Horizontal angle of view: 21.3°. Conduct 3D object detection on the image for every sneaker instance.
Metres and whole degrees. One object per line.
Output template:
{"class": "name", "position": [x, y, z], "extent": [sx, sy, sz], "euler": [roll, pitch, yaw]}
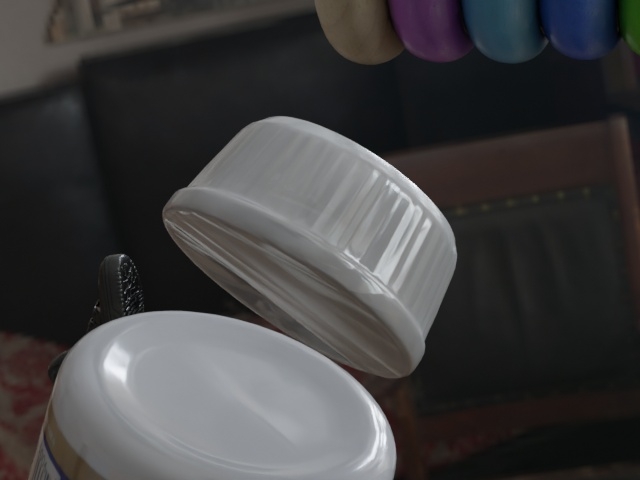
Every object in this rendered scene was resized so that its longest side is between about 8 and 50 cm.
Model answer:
{"class": "sneaker", "position": [-0.180, 0.095, 1.344], "extent": [0.089, 0.170, 0.051], "euler": [-4, 19, 15]}

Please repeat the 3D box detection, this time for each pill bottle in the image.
{"class": "pill bottle", "position": [-0.073, 0.179, 0.776], "extent": [0.153, 0.265, 0.153], "euler": [15, 25, -7]}

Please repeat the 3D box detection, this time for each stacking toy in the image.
{"class": "stacking toy", "position": [0.169, -0.139, 0.778], "extent": [0.330, 0.141, 0.141], "euler": [6, 19, 17]}

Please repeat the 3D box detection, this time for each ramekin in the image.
{"class": "ramekin", "position": [0.000, 0.000, 1.545], "extent": [0.273, 0.273, 0.127], "euler": [9, 62, 54]}
